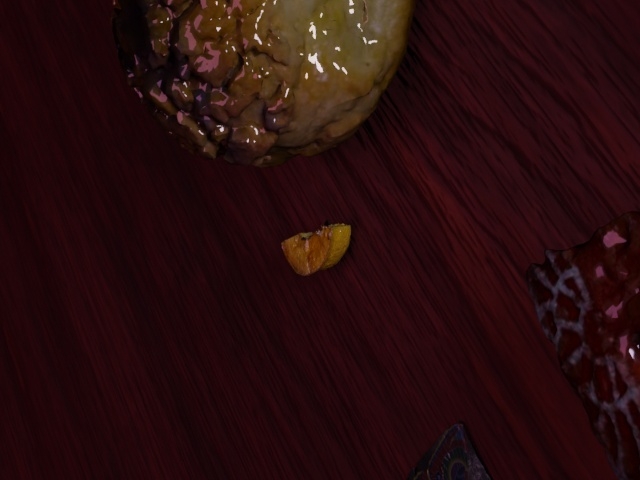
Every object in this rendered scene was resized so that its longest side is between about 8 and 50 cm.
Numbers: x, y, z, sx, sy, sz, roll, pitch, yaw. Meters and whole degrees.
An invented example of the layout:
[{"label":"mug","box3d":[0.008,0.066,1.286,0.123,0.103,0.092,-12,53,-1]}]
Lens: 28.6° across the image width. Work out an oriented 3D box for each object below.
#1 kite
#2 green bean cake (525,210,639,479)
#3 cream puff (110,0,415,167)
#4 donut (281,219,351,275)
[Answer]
[{"label":"kite","box3d":[0.088,0.278,1.182,0.285,0.015,0.152,-41,57,52]},{"label":"green bean cake","box3d":[0.239,0.043,0.778,0.233,0.097,0.199,-55,43,47]},{"label":"cream puff","box3d":[-0.069,-0.233,1.142,0.343,0.231,0.327,-57,44,48]},{"label":"donut","box3d":[0.000,0.000,1.257,0.083,0.037,0.067,-62,42,37]}]
